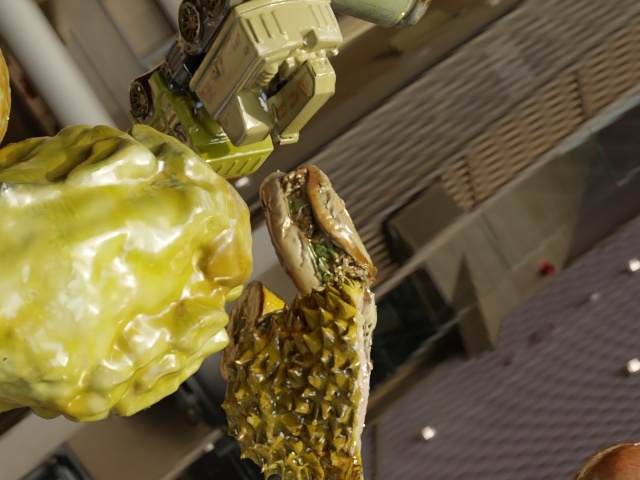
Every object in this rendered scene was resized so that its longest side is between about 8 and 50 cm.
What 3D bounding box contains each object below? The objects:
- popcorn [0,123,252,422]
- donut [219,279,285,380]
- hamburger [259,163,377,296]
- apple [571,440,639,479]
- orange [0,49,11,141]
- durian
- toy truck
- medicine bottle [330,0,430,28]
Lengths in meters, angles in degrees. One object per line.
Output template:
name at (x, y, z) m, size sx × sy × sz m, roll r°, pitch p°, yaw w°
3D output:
popcorn at (-0.199, 0.021, 1.003) m, size 0.286 × 0.252 × 0.215 m, roll -22°, pitch 142°, yaw -35°
donut at (-0.113, 0.162, 2.155) m, size 0.162 × 0.065 × 0.178 m, roll -32°, pitch -137°, yaw 57°
hamburger at (0.000, 0.000, 2.189) m, size 0.146 × 0.286 × 0.243 m, roll -30°, pitch 171°, yaw 10°
apple at (0.535, 0.472, 2.145) m, size 0.253 × 0.253 × 0.253 m, roll -30°, pitch -166°, yaw 8°
orange at (-0.448, -0.119, 1.168) m, size 0.329 × 0.249 × 0.329 m, roll -28°, pitch -152°, yaw 16°
durian at (-0.029, 0.197, 1.648) m, size 0.195 × 0.305 × 0.185 m, roll 4°, pitch -175°, yaw 2°
toy truck at (-0.120, -0.232, 1.852) m, size 0.180 × 0.254 × 0.405 m, roll -11°, pitch 158°, yaw -36°
medicine bottle at (0.034, -0.480, 2.226) m, size 0.151 × 0.322 × 0.151 m, roll -32°, pitch -127°, yaw 53°
